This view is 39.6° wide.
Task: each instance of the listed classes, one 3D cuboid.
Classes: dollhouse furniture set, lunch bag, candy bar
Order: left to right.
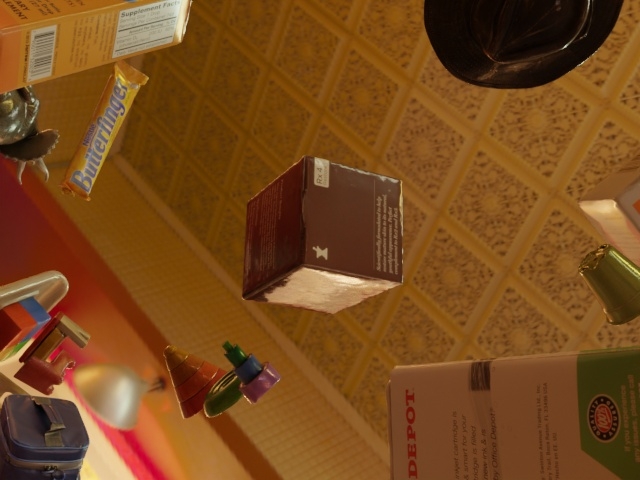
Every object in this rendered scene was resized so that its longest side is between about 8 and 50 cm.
[{"bbox_3d":[-0.564,0.272,1.468,0.152,0.374,0.201,40,-3,-12],"label":"dollhouse furniture set"},{"bbox_3d":[-0.228,0.167,0.722,0.098,0.067,0.065,35,-67,58],"label":"lunch bag"},{"bbox_3d":[-0.239,-0.119,0.976,0.018,0.040,0.162,9,-107,57],"label":"candy bar"}]

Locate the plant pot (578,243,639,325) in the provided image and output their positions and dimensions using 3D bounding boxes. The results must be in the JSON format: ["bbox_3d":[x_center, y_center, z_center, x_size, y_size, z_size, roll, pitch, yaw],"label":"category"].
[{"bbox_3d":[0.363,0.048,1.098,0.079,0.083,0.083,46,-44,-7],"label":"plant pot"}]

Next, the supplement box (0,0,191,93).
[{"bbox_3d":[-0.241,-0.220,0.885,0.078,0.233,0.080,42,-47,20],"label":"supplement box"}]

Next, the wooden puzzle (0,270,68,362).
[{"bbox_3d":[-0.537,0.188,1.274,0.322,0.348,0.080,-42,-96,12],"label":"wooden puzzle"}]

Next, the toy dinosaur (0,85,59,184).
[{"bbox_3d":[-0.449,-0.186,1.178,0.121,0.313,0.160,-9,-101,24],"label":"toy dinosaur"}]

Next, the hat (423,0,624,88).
[{"bbox_3d":[0.334,-0.359,1.423,0.134,0.331,0.331,-86,-164,-54],"label":"hat"}]

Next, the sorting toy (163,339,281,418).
[{"bbox_3d":[-0.193,0.223,1.554,0.126,0.127,0.365,51,-28,-8],"label":"sorting toy"}]

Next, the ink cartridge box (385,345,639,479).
[{"bbox_3d":[0.145,0.152,0.552,0.219,0.092,0.160,-15,-107,55],"label":"ink cartridge box"}]

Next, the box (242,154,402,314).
[{"bbox_3d":[0.000,0.000,1.325,0.203,0.167,0.169,-30,-127,56],"label":"box"}]

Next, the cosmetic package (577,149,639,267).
[{"bbox_3d":[0.614,0.050,1.282,0.453,0.230,0.161,51,-2,-3],"label":"cosmetic package"}]
